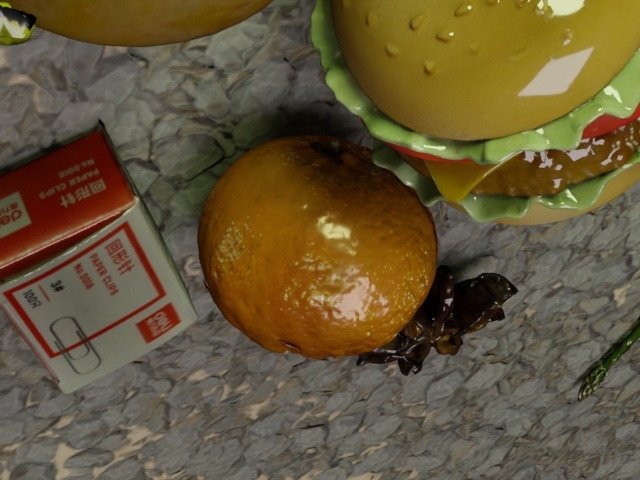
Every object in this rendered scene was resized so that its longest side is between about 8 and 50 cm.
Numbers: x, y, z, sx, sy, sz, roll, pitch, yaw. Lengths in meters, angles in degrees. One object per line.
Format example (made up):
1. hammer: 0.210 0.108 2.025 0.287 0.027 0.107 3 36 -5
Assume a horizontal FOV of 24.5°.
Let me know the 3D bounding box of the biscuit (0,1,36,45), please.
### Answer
1. biscuit: -0.211 -0.133 0.791 0.048 0.292 0.026 17 97 -29

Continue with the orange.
1. orange: 0.000 0.000 1.169 0.193 0.193 0.161 -3 130 -32

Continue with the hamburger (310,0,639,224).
1. hamburger: 0.127 -0.161 0.988 0.274 0.274 0.212 -33 152 4

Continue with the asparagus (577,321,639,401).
1. asparagus: 0.367 0.104 1.696 0.233 0.022 0.023 -54 -177 26

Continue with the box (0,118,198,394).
1. box: -0.184 0.019 1.135 0.133 0.099 0.182 -27 145 -7

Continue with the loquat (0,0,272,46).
1. loquat: -0.103 -0.216 0.793 0.235 0.235 0.235 -19 143 -15

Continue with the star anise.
1. star anise: 0.098 0.069 1.408 0.177 0.073 0.234 -26 162 9
